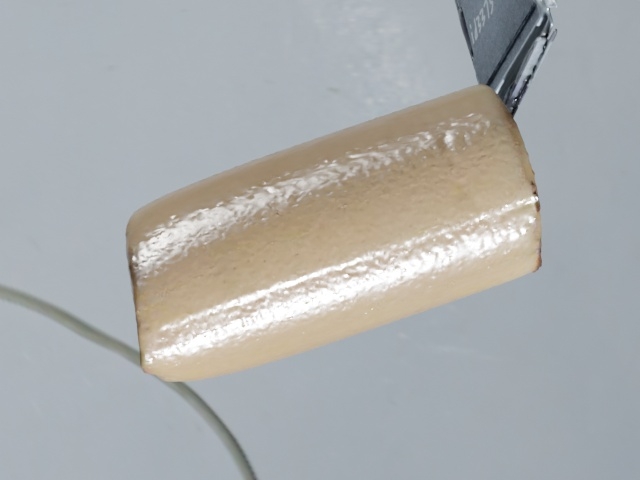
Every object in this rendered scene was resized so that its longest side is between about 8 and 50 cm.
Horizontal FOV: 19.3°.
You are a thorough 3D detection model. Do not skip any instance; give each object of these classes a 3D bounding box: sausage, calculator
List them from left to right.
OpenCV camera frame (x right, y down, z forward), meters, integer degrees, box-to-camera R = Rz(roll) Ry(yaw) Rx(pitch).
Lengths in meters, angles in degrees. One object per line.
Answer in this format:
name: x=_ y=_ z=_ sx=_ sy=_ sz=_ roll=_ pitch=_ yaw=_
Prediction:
sausage: x=0.000 y=0.000 z=1.134 sx=0.253 sy=0.123 sz=0.123 roll=-18 pitch=102 yaw=-7
calculator: x=0.147 y=-0.250 z=1.627 sx=0.028 sy=0.165 sz=0.274 roll=-3 pitch=61 yaw=-17
